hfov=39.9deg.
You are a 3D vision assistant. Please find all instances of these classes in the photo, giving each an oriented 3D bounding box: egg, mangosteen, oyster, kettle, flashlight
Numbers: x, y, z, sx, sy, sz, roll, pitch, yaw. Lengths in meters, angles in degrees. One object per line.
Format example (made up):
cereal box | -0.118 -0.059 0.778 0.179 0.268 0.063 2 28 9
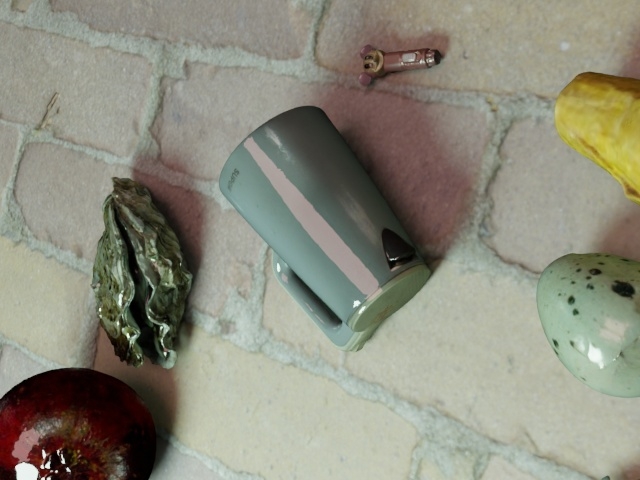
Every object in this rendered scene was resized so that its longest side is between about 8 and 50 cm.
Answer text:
egg | 0.276 0.073 0.840 0.164 0.131 0.131 45 112 33
mangosteen | -0.354 0.287 1.246 0.261 0.236 0.235 -158 78 -74
oyster | -0.256 0.044 1.250 0.198 0.112 0.267 8 100 57
kettle | 0.000 0.000 1.046 0.243 0.160 0.210 53 134 19
flashlight | 0.091 -0.215 1.053 0.110 0.031 0.052 1 87 36

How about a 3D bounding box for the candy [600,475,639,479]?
candy | 0.375 0.270 0.799 0.292 0.059 0.086 15 99 36

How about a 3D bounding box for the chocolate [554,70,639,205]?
chocolate | 0.368 -0.049 0.726 0.445 0.162 0.162 40 111 56
